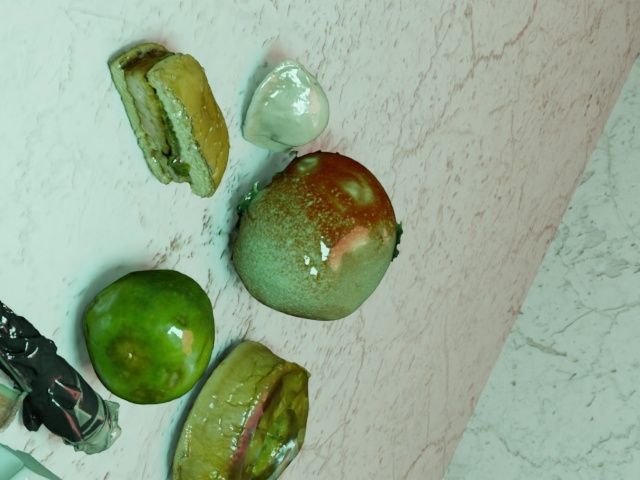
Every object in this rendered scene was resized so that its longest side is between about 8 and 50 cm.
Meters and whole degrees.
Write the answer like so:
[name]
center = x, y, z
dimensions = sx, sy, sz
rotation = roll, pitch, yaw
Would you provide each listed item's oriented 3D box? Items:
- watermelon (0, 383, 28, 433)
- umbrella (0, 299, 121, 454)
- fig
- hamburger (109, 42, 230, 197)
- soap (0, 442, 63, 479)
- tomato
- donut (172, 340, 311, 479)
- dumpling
[watermelon]
center = -0.527, 0.191, 1.295
dimensions = 0.292, 0.319, 0.222
rotation = -113, -179, -74
[umbrella]
center = -0.394, 0.192, 1.632
dimensions = 0.358, 0.113, 0.106
rotation = 63, 38, -49
[fig]
center = -0.241, 0.119, 1.801
dimensions = 0.275, 0.206, 0.206
rotation = -61, 160, -63
[hamburger]
center = -0.198, -0.179, 1.710
dimensions = 0.131, 0.124, 0.262
rotation = -54, 151, -29
[soap]
center = -0.472, 0.411, 1.641
dimensions = 0.289, 0.095, 0.173
rotation = -42, 143, -43
[tomato]
center = 0.000, 0.000, 2.048
dimensions = 0.303, 0.239, 0.303
rotation = -46, 159, -23
[donut]
center = -0.132, 0.357, 2.178
dimensions = 0.330, 0.160, 0.330
rotation = -53, 157, -34
[dumpling]
center = -0.064, -0.214, 1.973
dimensions = 0.155, 0.111, 0.181
rotation = -34, 120, -5
